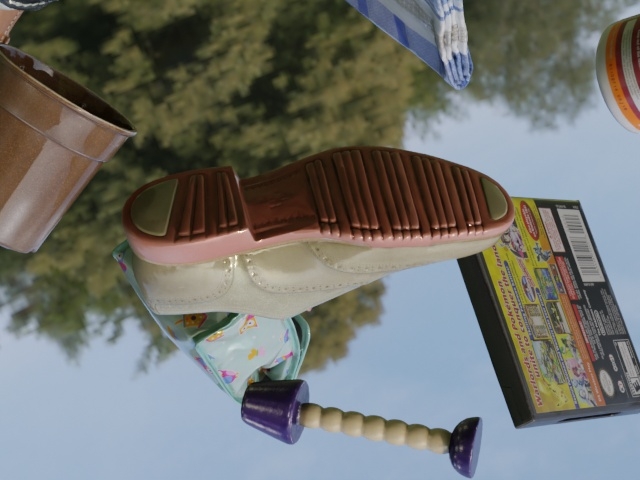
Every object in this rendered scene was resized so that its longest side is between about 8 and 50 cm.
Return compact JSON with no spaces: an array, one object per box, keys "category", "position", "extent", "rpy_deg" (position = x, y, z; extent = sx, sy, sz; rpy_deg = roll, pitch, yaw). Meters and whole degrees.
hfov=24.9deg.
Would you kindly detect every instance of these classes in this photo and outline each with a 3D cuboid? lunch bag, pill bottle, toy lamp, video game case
[{"category":"lunch bag","position":[-0.136,0.097,2.008],"extent":[0.160,0.262,0.223],"rpy_deg":[-40,-124,-7]},{"category":"pill bottle","position":[0.275,-0.130,1.002],"extent":[0.152,0.086,0.086],"rpy_deg":[-14,-159,43]},{"category":"toy lamp","position":[0.045,0.209,1.657],"extent":[0.275,0.080,0.080],"rpy_deg":[8,-150,13]},{"category":"video game case","position":[0.265,0.077,1.685],"extent":[0.248,0.274,0.035],"rpy_deg":[2,155,-46]}]

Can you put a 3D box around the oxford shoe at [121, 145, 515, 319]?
[{"category":"oxford shoe","position":[0.000,0.000,1.499],"extent":[0.397,0.146,0.140],"rpy_deg":[-2,-138,-2]}]

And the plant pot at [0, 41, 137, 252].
[{"category":"plant pot","position":[-0.299,-0.087,1.467],"extent":[0.165,0.167,0.167],"rpy_deg":[-57,-158,8]}]

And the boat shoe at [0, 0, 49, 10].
[{"category":"boat shoe","position":[-0.329,-0.322,1.264],"extent":[0.091,0.302,0.114],"rpy_deg":[7,-117,49]}]

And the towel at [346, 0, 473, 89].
[{"category":"towel","position":[0.042,-0.251,1.243],"extent":[0.209,0.285,0.034],"rpy_deg":[41,-98,22]}]

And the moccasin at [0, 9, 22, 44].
[{"category":"moccasin","position":[-0.525,-0.244,2.119],"extent":[0.139,0.147,0.380],"rpy_deg":[23,-100,42]}]
